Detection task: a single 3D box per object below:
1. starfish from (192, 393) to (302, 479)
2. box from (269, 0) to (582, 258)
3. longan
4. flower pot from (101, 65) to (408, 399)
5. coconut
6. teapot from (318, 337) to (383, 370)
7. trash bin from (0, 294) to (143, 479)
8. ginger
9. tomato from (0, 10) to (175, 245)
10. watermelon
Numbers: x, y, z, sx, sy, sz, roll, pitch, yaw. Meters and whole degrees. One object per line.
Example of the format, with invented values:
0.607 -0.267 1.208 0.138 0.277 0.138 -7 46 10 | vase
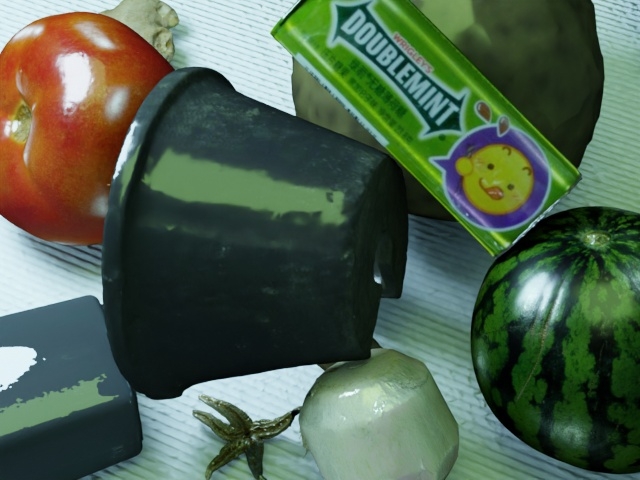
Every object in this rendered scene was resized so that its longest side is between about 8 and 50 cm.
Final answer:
-0.075 0.223 1.496 0.130 0.041 0.133 -20 61 -1 | starfish
0.110 -0.147 1.393 0.134 0.097 0.345 -44 92 13 | box
0.162 -0.206 1.619 0.391 0.391 0.391 -2 53 2 | longan
-0.051 -0.004 1.435 0.251 0.379 0.379 7 54 20 | flower pot
0.066 0.217 1.425 0.171 0.182 0.171 -20 14 5 | coconut
0.027 0.119 1.522 0.085 0.110 0.080 37 88 3 | teapot
-0.357 0.190 1.457 0.290 0.182 0.209 -17 53 -16 | trash bin
-0.271 -0.257 1.847 0.137 0.074 0.213 -5 48 21 | ginger
-0.289 -0.141 1.663 0.226 0.298 0.298 11 41 -41 | tomato
0.302 0.106 1.424 0.285 0.285 0.285 -2 53 2 | watermelon
